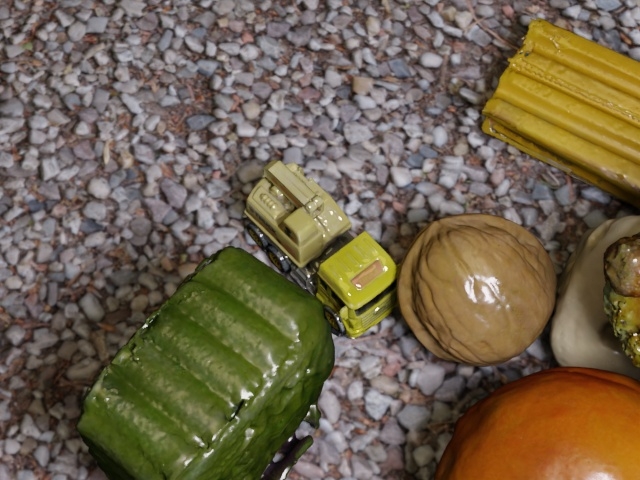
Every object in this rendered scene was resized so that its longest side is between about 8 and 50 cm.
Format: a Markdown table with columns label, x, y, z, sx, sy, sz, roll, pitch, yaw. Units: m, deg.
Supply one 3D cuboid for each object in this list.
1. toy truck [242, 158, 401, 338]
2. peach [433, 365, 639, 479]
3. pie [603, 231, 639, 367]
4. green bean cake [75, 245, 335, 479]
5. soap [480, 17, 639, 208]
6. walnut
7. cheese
| label | x | y | z | sx | sy | sz | roll | pitch | yaw |
| --- | --- | --- | --- | --- | --- | --- | --- | --- | --- |
| toy truck | 0.000 | 0.000 | 1.601 | 0.124 | 0.157 | 0.272 | -37 | 68 | -15 |
| peach | 0.296 | 0.310 | 1.350 | 0.301 | 0.343 | 0.343 | 35 | 69 | 20 |
| pie | 0.554 | 0.113 | 1.316 | 0.395 | 0.180 | 0.418 | -32 | 84 | -24 |
| green bean cake | -0.134 | 0.215 | 1.408 | 0.218 | 0.319 | 0.335 | 33 | 69 | 14 |
| soap | 0.430 | -0.193 | 1.715 | 0.324 | 0.096 | 0.204 | 29 | 76 | 14 |
| walnut | 0.216 | 0.063 | 1.532 | 0.228 | 0.228 | 0.228 | 0 | 64 | 0 |
| cheese | 0.421 | 0.089 | 1.525 | 0.173 | 0.251 | 0.248 | 18 | 78 | 3 |
